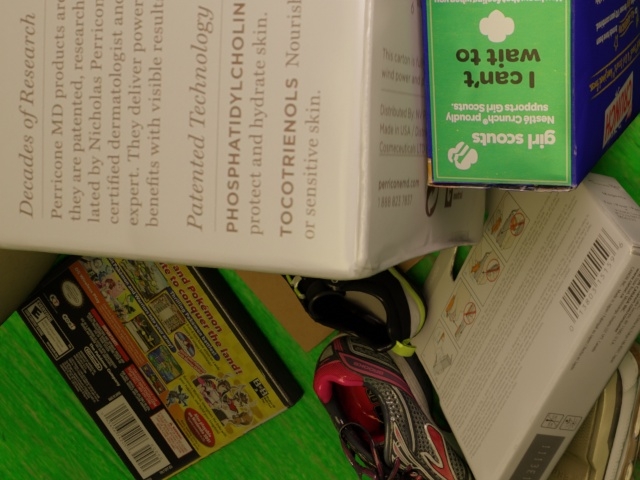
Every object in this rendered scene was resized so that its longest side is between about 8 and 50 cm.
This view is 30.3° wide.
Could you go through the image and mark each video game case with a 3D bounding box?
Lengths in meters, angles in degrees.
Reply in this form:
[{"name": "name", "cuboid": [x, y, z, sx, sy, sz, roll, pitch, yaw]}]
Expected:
[{"name": "video game case", "cuboid": [-0.189, 0.121, 1.329, 0.248, 0.035, 0.275, -34, 92, 30]}]

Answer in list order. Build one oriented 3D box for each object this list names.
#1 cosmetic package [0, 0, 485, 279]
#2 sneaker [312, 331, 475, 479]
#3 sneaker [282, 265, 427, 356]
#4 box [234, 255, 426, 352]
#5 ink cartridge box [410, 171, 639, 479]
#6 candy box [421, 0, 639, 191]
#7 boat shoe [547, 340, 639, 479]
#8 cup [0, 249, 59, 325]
[{"name": "cosmetic package", "cuboid": [-0.085, -0.156, 0.980, 0.393, 0.329, 0.328, 4, 96, 23]}, {"name": "sneaker", "cuboid": [0.086, 0.229, 1.204, 0.121, 0.112, 0.299, -33, 94, 30]}, {"name": "sneaker", "cuboid": [0.004, 0.027, 1.148, 0.234, 0.097, 0.084, 34, 118, 9]}, {"name": "box", "cuboid": [0.000, 0.000, 1.209, 0.164, 0.021, 0.201, 49, 119, 1]}, {"name": "ink cartridge box", "cuboid": [0.185, 0.054, 1.073, 0.060, 0.239, 0.275, 11, 120, -23]}, {"name": "candy box", "cuboid": [0.171, -0.224, 0.911, 0.122, 0.268, 0.317, 3, 109, 25]}, {"name": "boat shoe", "cuboid": [0.248, 0.232, 1.128, 0.113, 0.103, 0.302, 37, 124, 42]}, {"name": "cup", "cuboid": [-0.365, -0.077, 1.202, 0.237, 0.331, 0.331, -33, 94, 5]}]
